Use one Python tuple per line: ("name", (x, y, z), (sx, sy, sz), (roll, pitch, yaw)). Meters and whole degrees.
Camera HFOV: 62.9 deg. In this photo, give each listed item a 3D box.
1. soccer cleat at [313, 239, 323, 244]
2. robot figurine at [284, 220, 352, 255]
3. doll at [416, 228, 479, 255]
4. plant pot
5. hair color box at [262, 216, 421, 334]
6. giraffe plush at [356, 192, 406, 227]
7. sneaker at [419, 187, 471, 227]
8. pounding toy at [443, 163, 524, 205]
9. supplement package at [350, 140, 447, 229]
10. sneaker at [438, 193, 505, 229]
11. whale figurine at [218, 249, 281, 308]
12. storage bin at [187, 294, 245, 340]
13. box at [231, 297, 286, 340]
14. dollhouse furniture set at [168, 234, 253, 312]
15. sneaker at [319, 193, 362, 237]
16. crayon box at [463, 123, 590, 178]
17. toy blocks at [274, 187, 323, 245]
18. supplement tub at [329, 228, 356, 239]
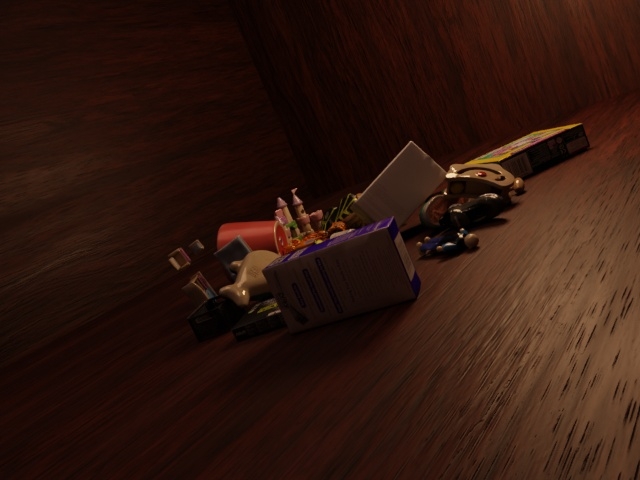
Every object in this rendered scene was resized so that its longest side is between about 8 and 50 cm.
("soccer cleat", (0.032, 0.052, 1.911), (0.121, 0.093, 0.289), (6, 2, -6))
("robot figurine", (0.000, 0.000, 2.202), (0.291, 0.085, 0.211), (-21, 10, 14))
("doll", (0.354, 0.003, 1.434), (0.129, 0.046, 0.189), (-30, 11, -31))
("plant pot", (-0.272, 0.033, 2.221), (0.243, 0.274, 0.275), (-13, 12, 13))
("hair color box", (0.050, 0.089, 1.273), (0.339, 0.185, 0.110), (-20, 10, 20))
("giraffe plush", (0.242, -0.097, 2.037), (0.171, 0.181, 0.210), (-13, -25, 4))
("sneaker", (0.402, -0.104, 1.783), (0.121, 0.108, 0.302), (-27, 2, 44))
("pounding toy", (0.536, -0.152, 1.704), (0.270, 0.154, 0.154), (0, 35, 5))
("supplement package", (0.271, -0.170, 1.842), (0.293, 0.177, 0.175), (-47, -1, -4))
("sneaker", (0.448, -0.077, 1.580), (0.106, 0.078, 0.234), (-32, 8, -29))
("whale figurine", (-0.214, 0.147, 1.715), (0.216, 0.141, 0.272), (28, 39, 17))
("storage bin", (-0.331, 0.238, 1.681), (0.122, 0.084, 0.180), (-21, 10, 14))
("box", (-0.136, 0.207, 1.499), (0.191, 0.045, 0.184), (-21, 7, 19))
("dollhouse furniture set", (-0.377, 0.091, 1.993), (0.303, 0.286, 0.198), (-35, 10, -1))
("sneaker", (0.112, -0.083, 2.353), (0.147, 0.145, 0.385), (16, -19, -21))
("crayon box", (0.788, -0.328, 2.051), (0.363, 0.106, 0.313), (-24, 8, -8))
("toy blocks", (-0.180, -0.086, 2.592), (0.289, 0.259, 0.309), (-31, 12, -36))
("supplement tub", (0.096, -0.003, 2.028), (0.107, 0.070, 0.071), (-15, 13, 47))
